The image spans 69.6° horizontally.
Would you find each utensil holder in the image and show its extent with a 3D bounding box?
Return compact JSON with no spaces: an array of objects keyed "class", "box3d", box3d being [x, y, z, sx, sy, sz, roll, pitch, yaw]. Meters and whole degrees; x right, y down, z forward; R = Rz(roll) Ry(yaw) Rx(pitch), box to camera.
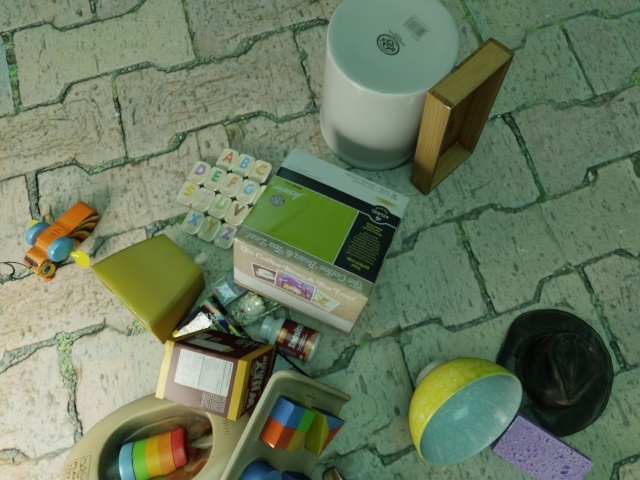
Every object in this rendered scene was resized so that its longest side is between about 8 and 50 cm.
[{"class":"utensil holder","box3d":[0.159,-0.406,1.213,0.328,0.385,0.327,0,77,0]}]

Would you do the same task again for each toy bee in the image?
[{"class":"toy bee","box3d":[-0.732,0.026,1.235,0.298,0.162,0.195,-28,68,-32]}]

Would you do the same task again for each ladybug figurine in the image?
[{"class":"ladybug figurine","box3d":[-0.366,0.514,1.069,0.449,0.162,0.305,-12,49,-4]}]

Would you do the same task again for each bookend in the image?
[{"class":"bookend","box3d":[-0.102,0.390,1.173,0.156,0.072,0.157,36,79,9]}]

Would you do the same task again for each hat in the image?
[{"class":"hat","box3d":[0.619,0.332,1.164,0.331,0.134,0.331,0,76,-1]}]

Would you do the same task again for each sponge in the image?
[{"class":"sponge","box3d":[0.548,0.532,1.146,0.210,0.031,0.117,32,100,6]}]

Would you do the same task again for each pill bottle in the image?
[{"class":"pill bottle","box3d":[-0.080,0.253,1.200,0.152,0.086,0.086,21,77,5]}]

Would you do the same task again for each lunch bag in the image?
[{"class":"lunch bag","box3d":[-0.245,0.129,1.247,0.083,0.053,0.071,-34,85,-11]}]

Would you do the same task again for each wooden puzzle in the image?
[{"class":"wooden puzzle","box3d":[-0.070,0.484,1.033,0.080,0.322,0.348,22,77,38]}]

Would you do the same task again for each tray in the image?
[{"class":"tray","box3d":[0.337,-0.288,1.168,0.203,0.411,0.076,-42,72,-10]}]

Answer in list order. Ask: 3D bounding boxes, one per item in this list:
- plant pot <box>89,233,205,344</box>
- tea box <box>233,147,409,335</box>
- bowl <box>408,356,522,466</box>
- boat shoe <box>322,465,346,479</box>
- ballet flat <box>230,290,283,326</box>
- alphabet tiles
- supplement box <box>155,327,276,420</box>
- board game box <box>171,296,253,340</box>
[{"class":"plant pot","box3d":[-0.417,0.111,1.182,0.212,0.212,0.187,42,66,9]},{"class":"tea box","box3d":[0.000,0.000,1.149,0.329,0.220,0.323,25,55,6]},{"class":"bowl","box3d":[0.321,0.382,1.119,0.289,0.289,0.156,-30,36,-8]},{"class":"boat shoe","box3d":[0.126,0.666,1.092,0.116,0.123,0.324,-36,85,-16]},{"class":"ballet flat","box3d":[-0.137,0.151,1.230,0.241,0.077,0.091,-30,81,-7]},{"class":"alphabet tiles","box3d":[-0.264,-0.124,1.293,0.284,0.021,0.278,22,76,19]},{"class":"supplement box","box3d":[-0.233,0.299,1.065,0.194,0.191,0.129,12,90,13]},{"class":"board game box","box3d":[-0.279,0.255,1.199,0.141,0.048,0.170,-45,81,8]}]
